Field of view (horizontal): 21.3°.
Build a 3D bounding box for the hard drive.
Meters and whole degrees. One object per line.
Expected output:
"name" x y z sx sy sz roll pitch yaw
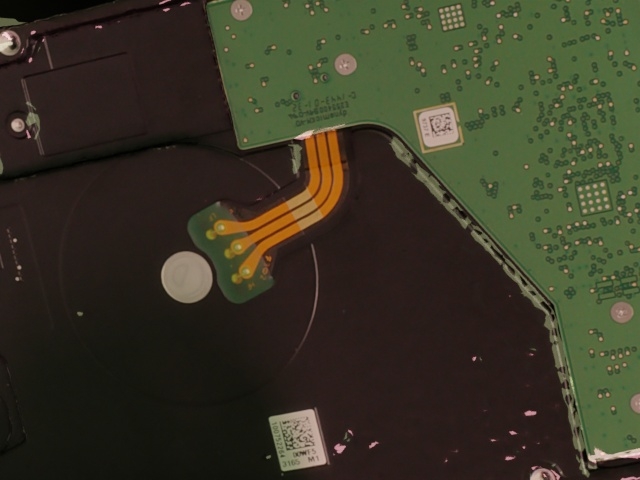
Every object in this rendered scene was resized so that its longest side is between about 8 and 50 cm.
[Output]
"hard drive" 0.000 0.000 0.710 0.339 0.064 0.237 -12 97 14
